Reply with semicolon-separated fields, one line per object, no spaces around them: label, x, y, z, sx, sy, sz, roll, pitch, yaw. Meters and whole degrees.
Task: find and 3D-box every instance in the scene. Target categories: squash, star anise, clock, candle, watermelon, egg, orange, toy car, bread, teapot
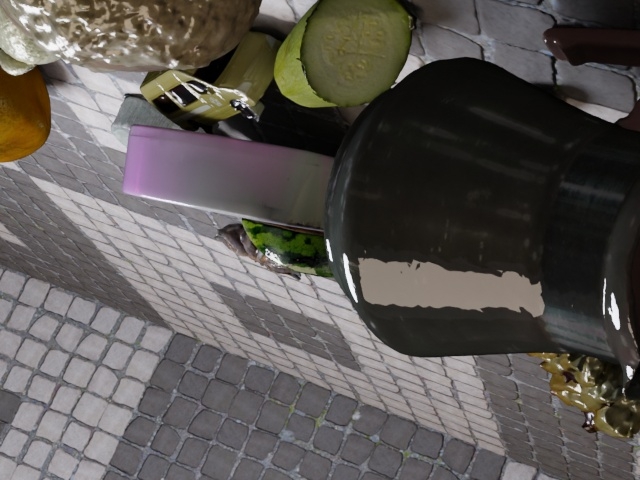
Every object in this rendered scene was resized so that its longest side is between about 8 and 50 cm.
squash;-0.003;-0.196;1.532;0.137;0.137;0.287;29;163;-15
star anise;-0.108;0.013;2.434;0.195;0.065;0.182;14;165;20
clock;-0.113;-0.086;1.867;0.338;0.102;0.338;10;-179;0
candle;-0.239;-0.152;2.107;0.192;0.068;0.168;27;165;7
watermelon;-0.001;0.005;1.974;0.245;0.063;0.119;6;-160;-1
egg;-0.198;-0.293;1.295;0.310;0.279;0.279;15;162;12
orange;-0.529;-0.230;2.090;0.249;0.183;0.249;31;-179;-1
toy car;-0.142;-0.217;1.715;0.124;0.101;0.257;33;163;-19
bread;0.356;0.049;1.490;0.191;0.314;0.370;31;170;10
teapot;0.230;-0.039;1.257;0.362;0.376;0.305;15;161;38

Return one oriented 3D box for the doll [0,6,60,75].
doll;-0.315;-0.318;1.666;0.149;0.175;0.278;-11;-178;-43

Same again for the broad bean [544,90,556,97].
broad bean;0.238;-0.146;1.496;0.063;0.045;0.083;34;169;-25
